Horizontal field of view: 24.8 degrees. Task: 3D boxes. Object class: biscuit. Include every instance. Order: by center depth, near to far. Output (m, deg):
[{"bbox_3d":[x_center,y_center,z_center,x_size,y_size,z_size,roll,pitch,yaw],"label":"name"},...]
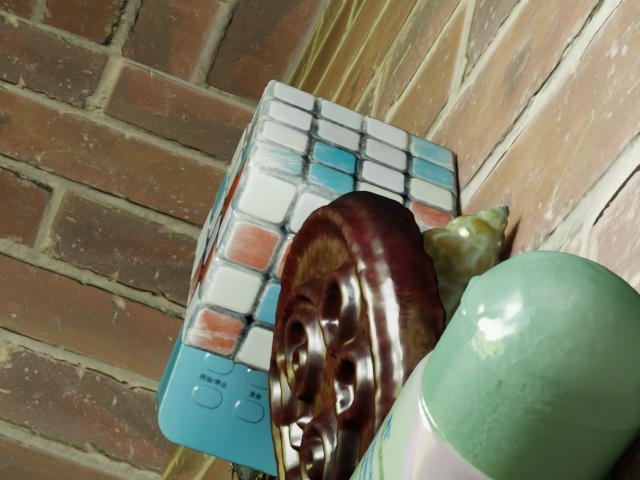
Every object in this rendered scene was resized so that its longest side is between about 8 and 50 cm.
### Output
[{"bbox_3d":[0.023,0.156,1.383,0.407,0.091,0.407,-177,90,-76],"label":"biscuit"}]

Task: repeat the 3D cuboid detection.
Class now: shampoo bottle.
[{"bbox_3d":[0.113,0.158,1.010,0.222,0.151,0.349,-72,6,-56],"label":"shampoo bottle"}]

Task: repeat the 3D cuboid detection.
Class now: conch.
[{"bbox_3d":[0.116,0.056,1.419,0.116,0.106,0.173,136,140,-68],"label":"conch"}]

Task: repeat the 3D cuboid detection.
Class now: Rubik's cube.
[{"bbox_3d":[0.000,0.001,1.717,0.256,0.259,0.253,-86,20,-61],"label":"Rubik's cube"}]

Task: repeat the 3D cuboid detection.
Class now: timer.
[{"bbox_3d":[-0.076,0.165,1.905,0.091,0.232,0.250,-120,50,-77],"label":"timer"}]

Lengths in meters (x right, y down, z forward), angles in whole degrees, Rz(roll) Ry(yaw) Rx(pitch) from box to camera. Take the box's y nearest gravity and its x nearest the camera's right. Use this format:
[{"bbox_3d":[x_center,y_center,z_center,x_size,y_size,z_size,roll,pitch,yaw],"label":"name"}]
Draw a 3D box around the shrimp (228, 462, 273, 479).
[{"bbox_3d":[-0.099,0.327,2.206,0.090,0.079,0.233,26,103,43],"label":"shrimp"}]
